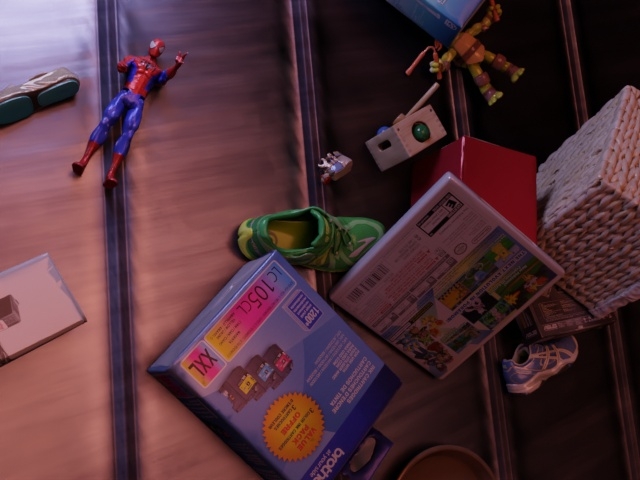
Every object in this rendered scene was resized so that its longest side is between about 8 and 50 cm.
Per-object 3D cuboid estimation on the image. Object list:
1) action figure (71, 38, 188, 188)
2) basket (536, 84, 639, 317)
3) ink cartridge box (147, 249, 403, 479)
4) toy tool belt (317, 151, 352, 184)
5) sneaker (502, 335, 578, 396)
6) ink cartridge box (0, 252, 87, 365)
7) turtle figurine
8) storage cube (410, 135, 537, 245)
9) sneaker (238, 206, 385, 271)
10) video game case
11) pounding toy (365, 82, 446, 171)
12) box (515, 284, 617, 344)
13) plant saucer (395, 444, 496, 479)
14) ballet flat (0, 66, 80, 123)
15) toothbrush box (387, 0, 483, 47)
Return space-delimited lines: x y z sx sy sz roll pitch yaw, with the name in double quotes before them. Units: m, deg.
"action figure" -0.313 -0.237 1.130 0.091 0.139 0.280 26 68 -21
"basket" 0.617 -0.079 1.402 0.266 0.331 0.328 34 57 -3
"ink cartridge box" -0.049 0.253 1.158 0.395 0.151 0.270 47 64 -13
"toy tool belt" 0.020 -0.144 1.327 0.083 0.052 0.051 -34 65 -30
"sneaker" 0.475 0.250 1.451 0.211 0.080 0.081 -28 96 -29
"ink cartridge box" -0.485 0.133 0.935 0.272 0.197 0.114 -27 93 -28
"turtle figurine" 0.329 -0.404 1.501 0.217 0.087 0.269 44 81 -4
"storage cube" 0.309 -0.076 1.375 0.215 0.183 0.193 10 74 -23
"sneaker" 0.000 0.000 1.241 0.295 0.123 0.110 -1 81 -27
"video game case" 0.233 0.079 1.268 0.300 0.329 0.036 37 22 -16
"pounding toy" 0.179 -0.227 1.362 0.130 0.141 0.100 -33 95 -27
"box" 0.518 0.119 1.486 0.231 0.056 0.183 -7 66 -27
"plant saucer" 0.236 0.536 1.303 0.277 0.041 0.278 5 78 -26
"ballet flat" -0.476 -0.237 1.101 0.168 0.057 0.052 -30 66 -31
"toothbrush box" 0.223 -0.584 1.393 0.295 0.126 0.216 37 85 -1
